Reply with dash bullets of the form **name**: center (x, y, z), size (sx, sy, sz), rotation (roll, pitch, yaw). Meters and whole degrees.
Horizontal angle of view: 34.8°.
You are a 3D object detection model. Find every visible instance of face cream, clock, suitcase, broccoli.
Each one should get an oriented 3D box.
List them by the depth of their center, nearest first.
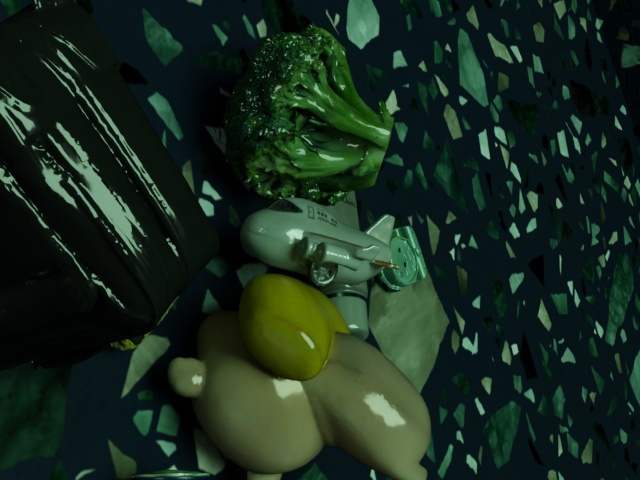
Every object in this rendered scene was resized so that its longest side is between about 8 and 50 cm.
- **suitcase**: center (-0.300, -0.030, 0.966), size (0.339, 0.345, 0.188), rotation (58, 36, -23)
- **broccoli**: center (-0.012, -0.170, 1.456), size (0.265, 0.245, 0.294), rotation (-63, 170, -17)
- **face cream**: center (0.019, 0.009, 1.594), size (0.143, 0.089, 0.315), rotation (23, 51, -46)
- **clock**: center (0.127, 0.039, 1.744), size (0.135, 0.041, 0.101), rotation (-31, 104, -52)

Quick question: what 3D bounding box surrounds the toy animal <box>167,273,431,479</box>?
- **toy animal**: center (-0.037, 0.205, 1.363), size (0.345, 0.247, 0.277), rotation (40, 6, -21)

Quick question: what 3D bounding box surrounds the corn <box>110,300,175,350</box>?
- **corn**: center (-0.221, 0.061, 1.273), size (0.085, 0.063, 0.165), rotation (39, 45, -8)

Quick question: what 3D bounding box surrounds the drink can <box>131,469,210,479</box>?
- **drink can**: center (-0.175, 0.374, 1.194), size (0.118, 0.118, 0.205), rotation (17, 67, -49)

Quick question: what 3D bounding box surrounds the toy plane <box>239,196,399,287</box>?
- **toy plane**: center (0.000, 0.000, 1.431), size (0.244, 0.244, 0.118), rotation (11, 95, -50)
